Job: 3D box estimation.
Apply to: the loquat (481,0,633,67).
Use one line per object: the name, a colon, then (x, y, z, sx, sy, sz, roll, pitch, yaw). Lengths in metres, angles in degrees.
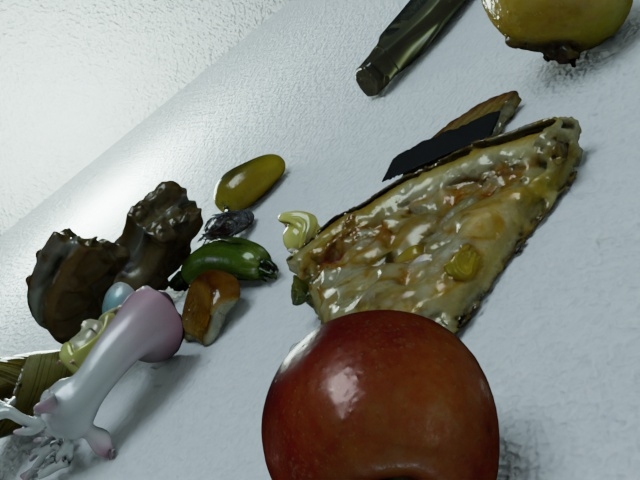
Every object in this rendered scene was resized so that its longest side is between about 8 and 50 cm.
loquat: (0.346, -0.377, 1.676, 0.244, 0.244, 0.244, -33, 21, 15)

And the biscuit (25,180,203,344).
biscuit: (-0.353, 0.050, 1.924, 0.366, 0.115, 0.268, -25, -31, -57)

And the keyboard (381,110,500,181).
keyboard: (0.177, -0.136, 1.675, 0.196, 0.015, 0.074, -23, 29, 36)

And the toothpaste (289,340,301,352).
toothpaste: (0.009, 0.159, 1.409, 0.048, 0.031, 0.190, -36, 22, -17)

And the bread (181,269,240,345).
bread: (-0.182, 0.102, 1.788, 0.129, 0.044, 0.126, 13, 78, 57)

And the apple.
apple: (0.056, 0.173, 1.038, 0.218, 0.218, 0.201, -31, 29, 20)

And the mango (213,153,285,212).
mango: (-0.134, -0.112, 2.159, 0.161, 0.076, 0.103, -36, 12, -18)

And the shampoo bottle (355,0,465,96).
shampoo bottle: (0.183, -0.419, 2.250, 0.125, 0.084, 0.350, -14, 32, 53)

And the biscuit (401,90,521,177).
biscuit: (0.211, -0.140, 1.694, 0.228, 0.031, 0.176, -35, 21, 8)

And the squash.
squash: (-0.162, 0.036, 1.890, 0.318, 0.071, 0.080, -10, 44, 54)

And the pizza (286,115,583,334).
pizza: (0.103, 0.005, 1.486, 0.435, 0.080, 0.392, -47, 24, -27)

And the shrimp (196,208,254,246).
shrimp: (-0.174, -0.024, 2.023, 0.065, 0.057, 0.165, -15, 5, 40)

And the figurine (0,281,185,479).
figurine: (-0.375, 0.227, 1.722, 0.284, 0.206, 0.316, -5, 32, 47)

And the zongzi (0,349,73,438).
zongzi: (-0.498, 0.247, 1.851, 0.288, 0.134, 0.286, -20, -2, 20)

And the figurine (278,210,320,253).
figurine: (0.000, 0.000, 1.705, 0.083, 0.083, 0.187, -44, 31, -14)
